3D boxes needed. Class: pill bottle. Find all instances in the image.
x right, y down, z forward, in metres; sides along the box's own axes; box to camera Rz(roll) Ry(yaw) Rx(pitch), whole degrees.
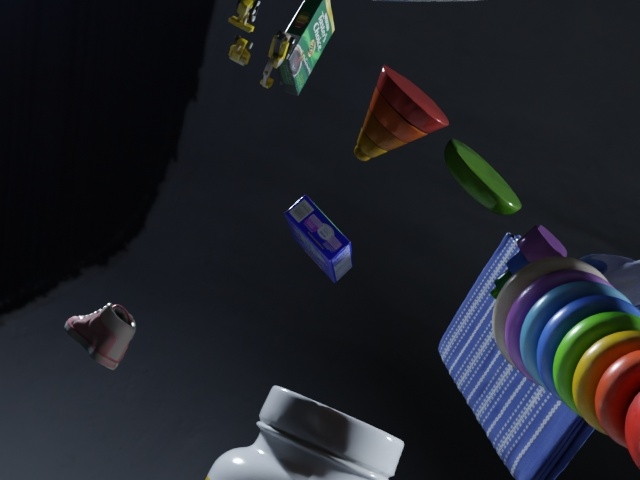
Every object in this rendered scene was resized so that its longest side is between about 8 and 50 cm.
[{"bbox_3d":[-0.048,0.318,0.684,0.188,0.334,0.188,23,-13,6],"label":"pill bottle"}]

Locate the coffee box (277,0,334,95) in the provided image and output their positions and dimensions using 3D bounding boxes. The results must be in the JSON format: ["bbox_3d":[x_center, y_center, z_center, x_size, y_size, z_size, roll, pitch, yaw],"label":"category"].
[{"bbox_3d":[-0.030,-0.393,1.447,0.040,0.113,0.184,19,66,17],"label":"coffee box"}]

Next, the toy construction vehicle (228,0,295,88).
[{"bbox_3d":[-0.082,-0.250,0.932,0.086,0.098,0.035,31,46,0],"label":"toy construction vehicle"}]

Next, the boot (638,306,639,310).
[{"bbox_3d":[0.563,0.166,1.376,0.203,0.262,0.095,-38,89,-14],"label":"boot"}]

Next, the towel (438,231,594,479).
[{"bbox_3d":[0.289,0.160,1.036,0.040,0.243,0.336,20,21,-23],"label":"towel"}]

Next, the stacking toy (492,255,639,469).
[{"bbox_3d":[0.271,0.120,0.665,0.141,0.141,0.330,11,12,-8],"label":"stacking toy"}]

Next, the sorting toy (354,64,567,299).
[{"bbox_3d":[0.163,-0.068,0.978,0.365,0.126,0.127,53,23,20],"label":"sorting toy"}]

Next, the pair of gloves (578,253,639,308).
[{"bbox_3d":[0.351,0.093,0.826,0.023,0.159,0.198,24,43,-45],"label":"pair of gloves"}]

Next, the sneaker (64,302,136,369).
[{"bbox_3d":[-0.275,0.108,0.929,0.051,0.070,0.134,34,-8,-38],"label":"sneaker"}]

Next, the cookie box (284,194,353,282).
[{"bbox_3d":[0.000,0.000,0.982,0.040,0.107,0.092,-40,73,-9],"label":"cookie box"}]
